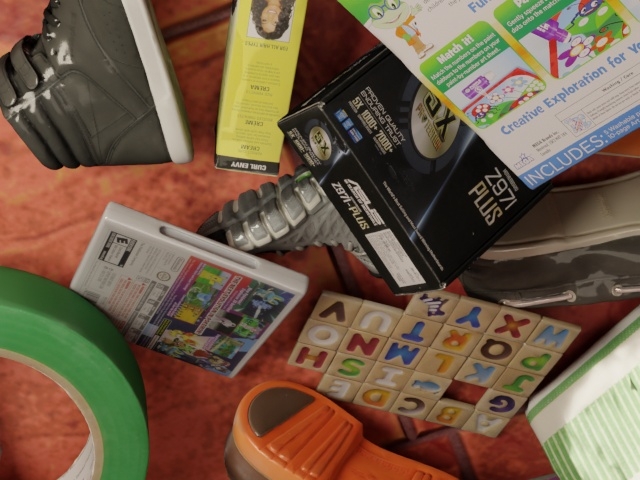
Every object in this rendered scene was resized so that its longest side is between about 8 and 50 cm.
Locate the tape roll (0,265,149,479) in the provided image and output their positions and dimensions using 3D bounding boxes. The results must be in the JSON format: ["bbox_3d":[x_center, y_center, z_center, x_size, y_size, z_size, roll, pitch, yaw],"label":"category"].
[{"bbox_3d":[-0.318,0.178,1.075,0.321,0.077,0.321,-5,117,-9],"label":"tape roll"}]

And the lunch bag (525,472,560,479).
[{"bbox_3d":[0.240,0.375,1.196,0.224,0.108,0.279,-17,88,12],"label":"lunch bag"}]

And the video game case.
[{"bbox_3d":[-0.129,0.051,1.065,0.183,0.023,0.201,21,145,-13],"label":"video game case"}]

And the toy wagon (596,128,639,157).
[{"bbox_3d":[0.245,-0.155,0.918,0.267,0.068,0.344,38,135,-15],"label":"toy wagon"}]

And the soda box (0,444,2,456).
[{"bbox_3d":[-0.372,0.143,1.134,0.074,0.069,0.216,-8,119,1],"label":"soda box"}]

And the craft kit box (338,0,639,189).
[{"bbox_3d":[0.163,-0.181,0.841,0.246,0.061,0.250,40,135,-18],"label":"craft kit box"}]

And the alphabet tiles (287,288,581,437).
[{"bbox_3d":[0.097,0.111,1.126,0.237,0.009,0.198,14,138,-10],"label":"alphabet tiles"}]

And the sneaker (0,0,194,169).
[{"bbox_3d":[-0.207,-0.176,0.947,0.147,0.104,0.296,-14,122,0],"label":"sneaker"}]

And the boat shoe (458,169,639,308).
[{"bbox_3d":[0.286,0.000,1.067,0.335,0.112,0.095,-4,137,6],"label":"boat shoe"}]

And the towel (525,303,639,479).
[{"bbox_3d":[0.359,0.211,1.081,0.248,0.325,0.038,-44,151,17],"label":"towel"}]

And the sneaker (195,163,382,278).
[{"bbox_3d":[0.000,0.000,1.062,0.228,0.086,0.132,-31,117,13],"label":"sneaker"}]

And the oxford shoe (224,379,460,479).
[{"bbox_3d":[0.060,0.286,1.153,0.363,0.130,0.133,38,136,13],"label":"oxford shoe"}]

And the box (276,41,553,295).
[{"bbox_3d":[0.079,-0.070,0.966,0.147,0.077,0.180,-40,102,-27],"label":"box"}]

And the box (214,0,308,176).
[{"bbox_3d":[-0.045,-0.175,0.966,0.058,0.087,0.232,6,116,-8],"label":"box"}]
